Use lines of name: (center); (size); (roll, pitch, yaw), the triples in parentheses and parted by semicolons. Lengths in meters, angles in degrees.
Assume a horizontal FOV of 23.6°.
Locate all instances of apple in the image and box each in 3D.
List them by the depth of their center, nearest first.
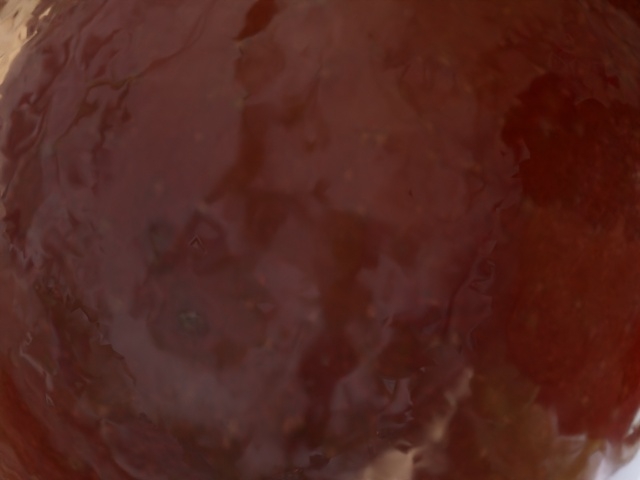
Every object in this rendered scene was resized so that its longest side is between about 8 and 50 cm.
apple: (0.000, 0.000, 0.409); (0.218, 0.218, 0.201); (36, -89, 38)
